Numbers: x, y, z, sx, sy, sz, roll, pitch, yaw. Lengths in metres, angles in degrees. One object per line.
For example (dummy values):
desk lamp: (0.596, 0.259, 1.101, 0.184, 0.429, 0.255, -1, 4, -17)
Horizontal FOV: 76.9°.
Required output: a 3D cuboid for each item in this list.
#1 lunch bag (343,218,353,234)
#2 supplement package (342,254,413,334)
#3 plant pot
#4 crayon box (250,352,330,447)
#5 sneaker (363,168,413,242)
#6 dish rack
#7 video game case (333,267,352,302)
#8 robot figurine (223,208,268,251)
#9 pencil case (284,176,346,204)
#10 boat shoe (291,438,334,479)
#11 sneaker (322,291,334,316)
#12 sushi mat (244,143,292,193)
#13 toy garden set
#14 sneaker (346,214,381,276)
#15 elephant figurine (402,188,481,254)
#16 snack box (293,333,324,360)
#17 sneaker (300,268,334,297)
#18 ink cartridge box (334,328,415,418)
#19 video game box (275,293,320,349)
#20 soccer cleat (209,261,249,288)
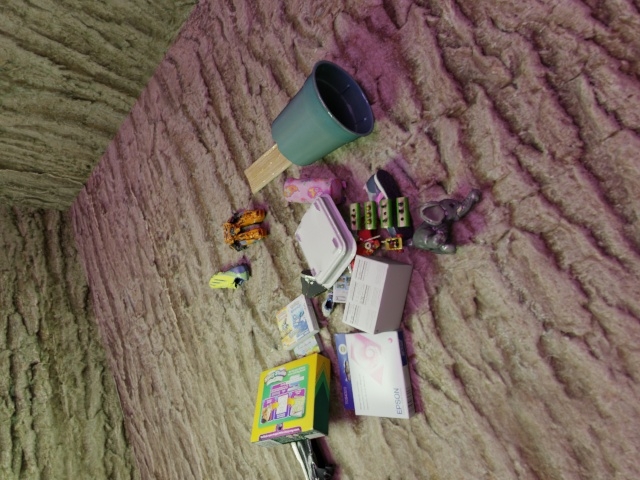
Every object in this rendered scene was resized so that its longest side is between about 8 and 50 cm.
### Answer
lunch bag: (0.099, -0.044, 1.731, 0.071, 0.053, 0.083, -47, 53, 23)
supplement package: (0.221, 0.200, 1.531, 0.145, 0.204, 0.261, 16, 97, 38)
plant pot: (-0.010, -0.497, 1.688, 0.334, 0.341, 0.340, -30, 70, 40)
crayon box: (-0.125, 0.690, 1.737, 0.363, 0.106, 0.313, -28, 39, 32)
sneaker: (0.264, -0.113, 1.597, 0.131, 0.112, 0.318, -35, 66, 52)
dish rack: (0.000, 0.000, 1.663, 0.285, 0.073, 0.332, -57, 46, 39)
video game case: (0.133, 0.188, 1.671, 0.157, 0.019, 0.143, 3, 89, 9)
robot figurine: (-0.399, -0.059, 2.079, 0.291, 0.085, 0.210, -15, 78, 35)
pencil case: (-0.028, -0.224, 1.799, 0.284, 0.124, 0.124, 5, 90, 36)
boat shoe: (-0.001, 0.966, 1.709, 0.113, 0.127, 0.340, -33, 64, 6)
sneaker: (0.031, 0.283, 1.734, 0.052, 0.058, 0.135, 17, 125, 6)
sushi mat: (-0.260, -0.375, 2.035, 0.317, 0.019, 0.151, -33, 68, 30)
toy garden set: (0.212, -0.052, 1.515, 0.244, 0.049, 0.203, -5, 85, 35)
sneaker: (0.180, 0.027, 1.614, 0.119, 0.107, 0.278, 3, 76, 28)
elephant figurine: (0.433, -0.077, 1.444, 0.169, 0.186, 0.239, 162, 122, -78)
snack box: (-0.059, 0.482, 1.825, 0.141, 0.037, 0.100, -37, 65, 29)
sneaker: (0.016, 0.205, 1.775, 0.222, 0.083, 0.118, 12, 116, 27)
ink cartridge box: (0.195, 0.531, 1.618, 0.330, 0.071, 0.323, -14, 80, 34)
video game box: (-0.108, 0.372, 1.840, 0.205, 0.048, 0.187, -39, 50, 28)
soccer cleat: (-0.487, 0.213, 2.126, 0.289, 0.093, 0.121, -28, 78, 33)
